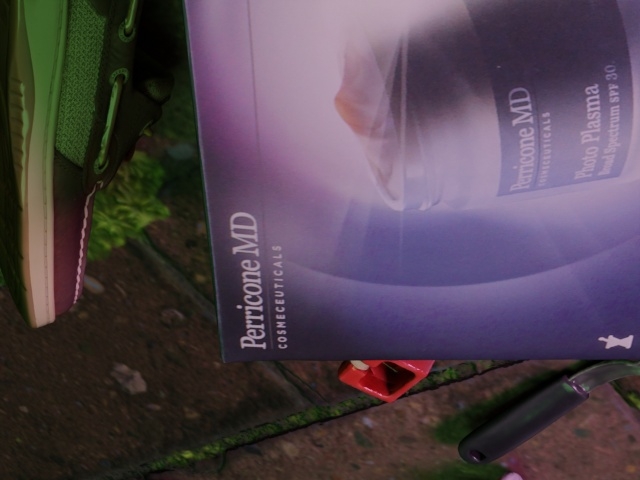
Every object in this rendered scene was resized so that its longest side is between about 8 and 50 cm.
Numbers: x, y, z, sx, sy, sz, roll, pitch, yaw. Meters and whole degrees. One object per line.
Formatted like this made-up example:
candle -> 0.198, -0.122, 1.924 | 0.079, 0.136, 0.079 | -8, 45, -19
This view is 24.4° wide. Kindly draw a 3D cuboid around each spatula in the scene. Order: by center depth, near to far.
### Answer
spatula -> 0.192, 0.098, 1.022 | 0.084, 0.030, 0.296 | 37, 138, -13

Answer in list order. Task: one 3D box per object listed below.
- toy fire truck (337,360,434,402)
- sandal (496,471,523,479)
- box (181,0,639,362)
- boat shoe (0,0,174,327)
toy fire truck -> 0.000, 0.000, 0.947 | 0.192, 0.135, 0.047 | 35, 139, -8
sandal -> 0.119, 0.283, 1.199 | 0.076, 0.102, 0.265 | 12, 139, 14
box -> 0.089, -0.095, 0.705 | 0.294, 0.182, 0.296 | 0, 135, 3
boat shoe -> -0.149, -0.089, 0.941 | 0.123, 0.123, 0.342 | 52, 144, 46
